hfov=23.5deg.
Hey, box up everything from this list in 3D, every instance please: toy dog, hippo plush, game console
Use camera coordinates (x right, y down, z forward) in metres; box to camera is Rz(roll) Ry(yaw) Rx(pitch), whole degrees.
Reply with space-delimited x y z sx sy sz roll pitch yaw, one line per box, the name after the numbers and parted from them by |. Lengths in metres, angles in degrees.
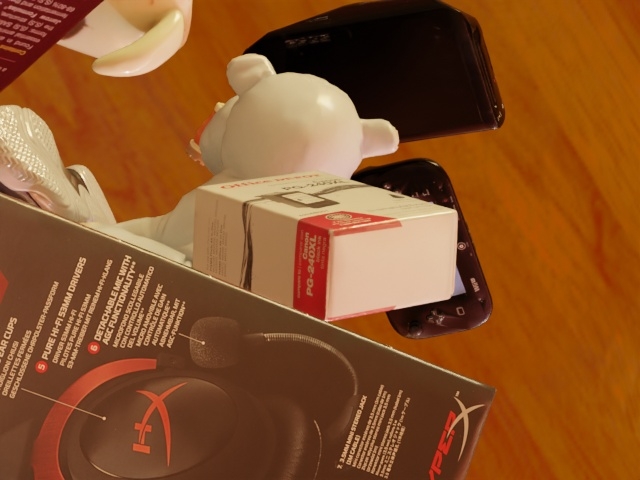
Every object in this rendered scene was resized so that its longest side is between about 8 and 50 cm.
-0.371 -0.343 1.915 0.408 0.284 0.395 1 62 -10 | toy dog
-0.080 -0.031 1.232 0.234 0.294 0.236 20 81 -10 | hippo plush
0.081 -0.056 1.417 0.213 0.044 0.361 -7 125 24 | game console

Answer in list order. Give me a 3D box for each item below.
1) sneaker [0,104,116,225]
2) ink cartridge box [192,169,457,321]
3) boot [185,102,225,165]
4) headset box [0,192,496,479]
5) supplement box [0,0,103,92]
-0.277 -0.020 1.325 0.153 0.268 0.101 -27 72 2 | sneaker
0.000 0.000 1.022 0.150 0.109 0.063 19 112 49 | ink cartridge box
-0.081 -0.117 1.928 0.158 0.059 0.085 20 107 -28 | boot
-0.098 0.114 0.713 0.293 0.110 0.218 22 84 -16 | headset box
-0.119 -0.143 0.576 0.239 0.130 0.073 -36 65 25 | supplement box
